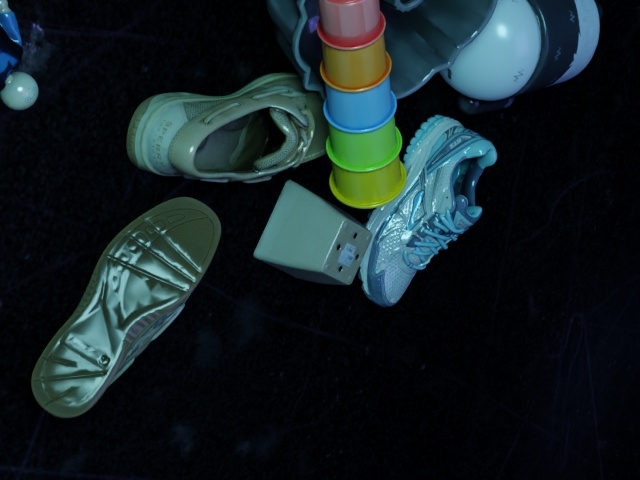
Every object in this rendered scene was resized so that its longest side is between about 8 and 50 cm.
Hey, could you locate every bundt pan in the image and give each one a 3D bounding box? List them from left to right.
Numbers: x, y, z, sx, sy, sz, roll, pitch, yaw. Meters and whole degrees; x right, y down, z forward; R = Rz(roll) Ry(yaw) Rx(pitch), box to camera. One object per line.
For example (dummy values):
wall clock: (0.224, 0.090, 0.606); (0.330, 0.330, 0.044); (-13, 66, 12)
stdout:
bundt pan: (0.072, -0.319, 1.586); (0.331, 0.124, 0.331); (-28, 144, -22)

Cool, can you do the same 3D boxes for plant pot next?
plant pot: (0.000, 0.000, 1.737); (0.109, 0.096, 0.109); (28, 84, -54)

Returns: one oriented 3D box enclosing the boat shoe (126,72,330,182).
boat shoe: (-0.065, -0.117, 1.580); (0.341, 0.110, 0.121); (-16, 120, -47)

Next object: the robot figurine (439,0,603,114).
robot figurine: (0.268, -0.288, 1.871); (0.278, 0.174, 0.209); (-21, 100, -45)

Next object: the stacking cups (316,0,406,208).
stacking cups: (0.035, -0.170, 1.533); (0.096, 0.096, 0.316); (-48, 148, -25)

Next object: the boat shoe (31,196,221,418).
boat shoe: (-0.218, 0.072, 1.513); (0.285, 0.104, 0.089); (-50, 179, -15)

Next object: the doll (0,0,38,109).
doll: (-0.326, -0.182, 1.265); (0.189, 0.046, 0.129); (51, 55, -50)

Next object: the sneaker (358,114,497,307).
sneaker: (0.149, -0.034, 1.887); (0.110, 0.122, 0.283); (26, 88, -54)
